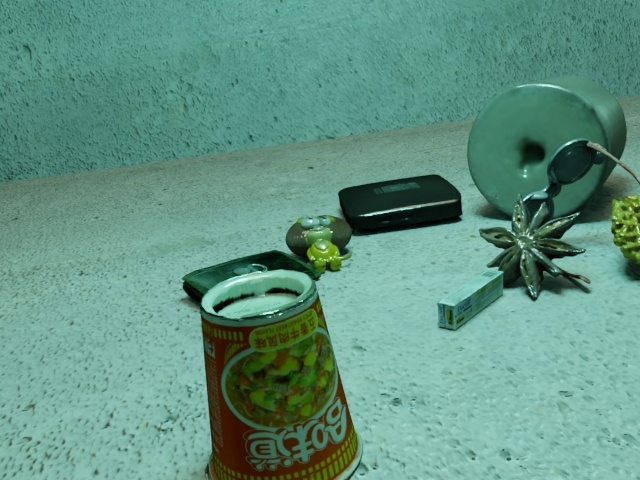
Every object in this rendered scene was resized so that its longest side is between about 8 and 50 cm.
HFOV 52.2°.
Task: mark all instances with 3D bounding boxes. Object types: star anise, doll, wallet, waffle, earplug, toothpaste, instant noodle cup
[{"bbox_3d":[0.363,0.016,1.149,0.195,0.182,0.065,26,-8,39],"label":"star anise"},{"bbox_3d":[0.009,-0.002,1.405,0.145,0.096,0.188,-24,33,-24],"label":"doll"},{"bbox_3d":[-0.136,0.074,1.289,0.236,0.055,0.160,-19,28,-34],"label":"wallet"},{"bbox_3d":[0.590,-0.011,1.144,0.191,0.038,0.191,5,47,-6],"label":"waffle"},{"bbox_3d":[0.570,-0.238,1.579,0.312,0.313,0.394,5,18,33],"label":"earplug"},{"bbox_3d":[0.251,0.093,1.077,0.034,0.046,0.164,12,26,41],"label":"toothpaste"},{"bbox_3d":[-0.054,0.154,0.734,0.193,0.212,0.193,-7,18,2],"label":"instant noodle cup"}]

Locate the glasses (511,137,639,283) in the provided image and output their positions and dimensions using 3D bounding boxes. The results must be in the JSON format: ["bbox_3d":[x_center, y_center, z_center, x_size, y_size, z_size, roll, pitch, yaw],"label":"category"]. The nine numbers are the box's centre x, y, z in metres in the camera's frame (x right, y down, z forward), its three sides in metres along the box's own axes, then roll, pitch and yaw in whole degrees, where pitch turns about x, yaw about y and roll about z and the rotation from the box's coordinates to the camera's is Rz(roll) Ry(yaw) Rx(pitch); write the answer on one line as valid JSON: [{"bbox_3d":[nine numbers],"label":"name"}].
[{"bbox_3d":[0.485,-0.041,1.188,0.118,0.234,0.268,23,22,-27],"label":"glasses"}]

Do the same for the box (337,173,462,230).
[{"bbox_3d":[0.195,-0.099,1.658,0.288,0.073,0.290,-9,18,-3],"label":"box"}]
